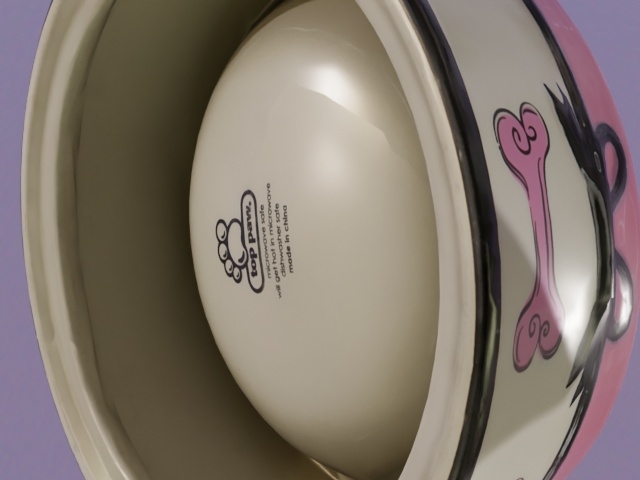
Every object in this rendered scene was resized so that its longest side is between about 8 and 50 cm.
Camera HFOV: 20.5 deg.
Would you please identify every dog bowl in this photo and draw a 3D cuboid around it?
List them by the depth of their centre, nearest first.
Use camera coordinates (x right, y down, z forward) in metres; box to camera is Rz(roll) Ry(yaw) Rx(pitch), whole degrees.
[{"bbox_3d":[0.000,0.000,0.953,0.150,0.408,0.408,-8,-75,-37],"label":"dog bowl"}]
